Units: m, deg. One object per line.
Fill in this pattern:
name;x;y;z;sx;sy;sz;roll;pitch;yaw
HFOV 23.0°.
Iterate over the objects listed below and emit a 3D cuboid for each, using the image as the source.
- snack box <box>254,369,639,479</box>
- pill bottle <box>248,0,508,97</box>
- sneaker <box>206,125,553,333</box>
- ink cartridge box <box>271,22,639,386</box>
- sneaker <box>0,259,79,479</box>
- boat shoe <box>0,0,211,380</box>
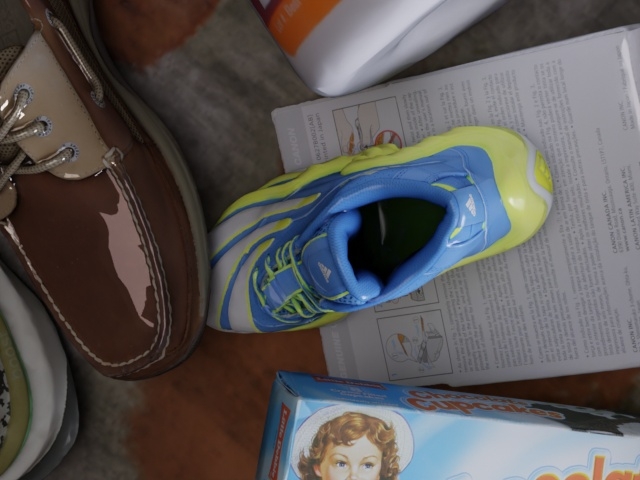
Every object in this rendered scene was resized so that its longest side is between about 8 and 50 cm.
snack box;0.119;0.180;0.820;0.321;0.060;0.187;8;98;-14
pill bottle;-0.018;-0.290;0.787;0.224;0.224;0.392;-35;88;14
sneaker;0.000;0.000;0.842;0.240;0.126;0.091;-24;88;31
ink cartridge box;0.095;-0.011;0.889;0.224;0.056;0.181;-10;94;32
sneaker;-0.300;-0.018;0.900;0.158;0.182;0.410;-38;86;14
boat shoe;-0.168;-0.068;0.877;0.123;0.116;0.324;-30;80;22
